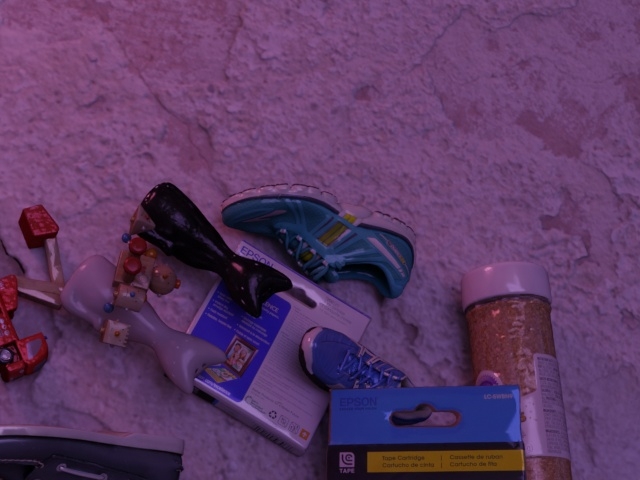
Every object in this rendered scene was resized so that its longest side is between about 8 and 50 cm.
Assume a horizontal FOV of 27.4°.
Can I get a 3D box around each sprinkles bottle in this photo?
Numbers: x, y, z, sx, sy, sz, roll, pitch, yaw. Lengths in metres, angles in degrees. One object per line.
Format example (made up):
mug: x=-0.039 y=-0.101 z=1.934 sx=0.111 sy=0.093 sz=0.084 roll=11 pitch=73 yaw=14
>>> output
sprinkles bottle: x=0.262 y=0.210 z=1.731 sx=0.121 sy=0.121 sz=0.355 roll=4 pitch=67 yaw=-20

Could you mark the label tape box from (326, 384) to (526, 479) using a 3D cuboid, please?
label tape box: x=0.130 y=0.350 z=1.578 sx=0.241 sy=0.106 sz=0.333 roll=-2 pitch=67 yaw=8

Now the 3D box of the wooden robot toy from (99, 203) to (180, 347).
wooden robot toy: x=-0.201 y=0.046 z=1.537 sx=0.079 sy=0.076 sz=0.173 roll=18 pitch=65 yaw=-17

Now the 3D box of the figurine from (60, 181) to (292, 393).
figurine: x=-0.174 y=0.064 z=1.610 sx=0.209 sy=0.092 sz=0.215 roll=35 pitch=64 yaw=12

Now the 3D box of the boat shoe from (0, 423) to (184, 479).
boat shoe: x=-0.293 y=0.259 z=1.475 sx=0.319 sy=0.116 sz=0.099 roll=11 pitch=77 yaw=-39

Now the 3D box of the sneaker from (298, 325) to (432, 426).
sneaker: x=0.059 y=0.169 z=1.651 sx=0.211 sy=0.081 sz=0.080 roll=35 pitch=64 yaw=-33

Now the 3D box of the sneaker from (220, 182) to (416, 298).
sneaker: x=0.000 y=0.000 z=1.728 sx=0.275 sy=0.107 sz=0.110 roll=16 pitch=66 yaw=-14

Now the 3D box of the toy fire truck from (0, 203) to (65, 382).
toy fire truck: x=-0.359 y=0.064 z=1.595 sx=0.135 sy=0.047 sz=0.192 roll=-21 pitch=78 yaw=-28

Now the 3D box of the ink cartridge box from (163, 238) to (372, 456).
ink cartridge box: x=-0.065 y=0.135 z=1.680 sx=0.206 sy=0.045 sz=0.208 roll=32 pitch=62 yaw=-6
